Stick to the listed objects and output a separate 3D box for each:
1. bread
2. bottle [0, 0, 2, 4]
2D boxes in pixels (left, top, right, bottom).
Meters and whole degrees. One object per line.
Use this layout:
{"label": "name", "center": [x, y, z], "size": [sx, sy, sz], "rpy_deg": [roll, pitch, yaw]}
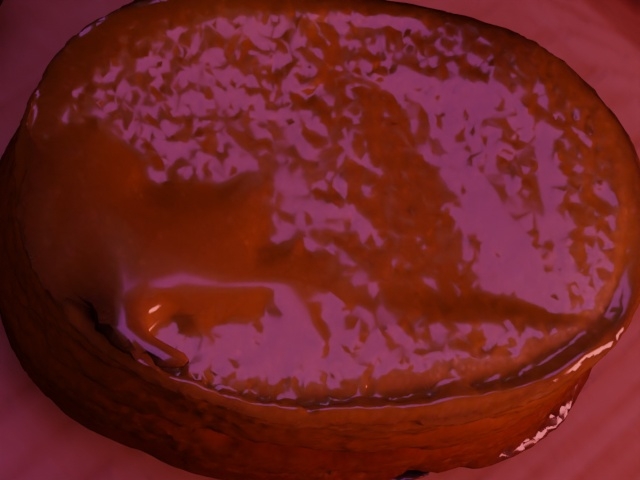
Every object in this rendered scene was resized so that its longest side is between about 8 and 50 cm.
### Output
{"label": "bread", "center": [0.000, 0.000, 0.569], "size": [0.269, 0.142, 0.195], "rpy_deg": [5, 70, -9]}
{"label": "bottle", "center": [-0.250, -0.129, 0.583], "size": [0.233, 0.110, 0.110], "rpy_deg": [-2, 69, -13]}
